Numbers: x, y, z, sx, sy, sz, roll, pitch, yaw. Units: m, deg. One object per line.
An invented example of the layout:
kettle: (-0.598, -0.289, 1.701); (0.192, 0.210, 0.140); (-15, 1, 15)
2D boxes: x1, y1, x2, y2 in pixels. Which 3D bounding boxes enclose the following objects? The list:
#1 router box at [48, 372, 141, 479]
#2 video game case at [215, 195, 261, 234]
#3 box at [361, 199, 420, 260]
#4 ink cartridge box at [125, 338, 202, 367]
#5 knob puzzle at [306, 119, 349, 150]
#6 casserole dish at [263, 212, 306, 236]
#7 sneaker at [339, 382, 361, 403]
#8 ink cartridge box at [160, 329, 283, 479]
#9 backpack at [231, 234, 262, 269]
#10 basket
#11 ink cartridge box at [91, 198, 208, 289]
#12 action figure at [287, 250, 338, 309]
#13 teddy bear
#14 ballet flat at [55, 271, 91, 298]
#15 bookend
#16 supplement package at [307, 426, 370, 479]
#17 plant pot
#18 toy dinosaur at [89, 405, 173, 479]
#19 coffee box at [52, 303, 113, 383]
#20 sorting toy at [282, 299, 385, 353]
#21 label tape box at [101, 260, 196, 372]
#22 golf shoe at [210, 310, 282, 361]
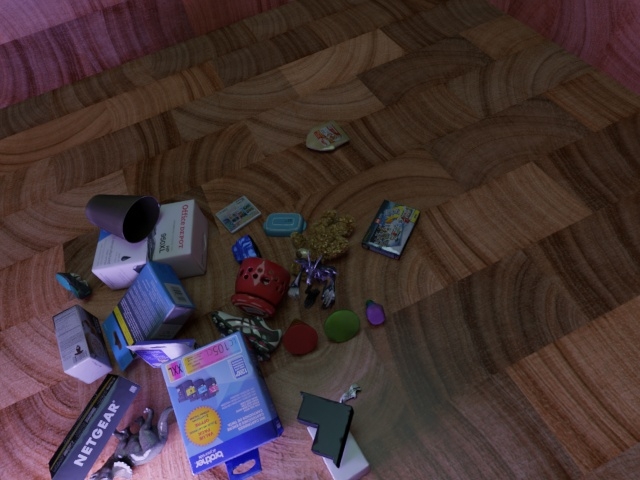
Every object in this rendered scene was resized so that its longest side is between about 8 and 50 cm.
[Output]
router box: (-0.702, 0.574, 1.315); (0.081, 0.243, 0.308); (38, 60, -20)
video game case: (-0.361, -0.114, 1.862); (0.157, 0.019, 0.143); (-36, 58, -16)
box: (0.284, -0.047, 1.693); (0.159, 0.044, 0.233); (20, 61, 21)
ink cartridge box: (-0.509, 0.373, 1.432); (0.207, 0.208, 0.045); (-4, 55, 6)
knob puzzle: (0.019, -0.491, 2.055); (0.213, 0.030, 0.213); (-4, 55, 6)
casserole dish: (-0.154, -0.071, 1.788); (0.189, 0.037, 0.114); (1, 56, 9)
sneaker: (0.097, 0.496, 1.355); (0.037, 0.032, 0.083); (33, 67, 28)
ink cartridge box: (-0.286, 0.514, 1.293); (0.270, 0.151, 0.395); (-23, 75, -6)
backpack: (-0.289, 0.058, 1.687); (0.101, 0.098, 0.120); (-31, 69, -1)
basket: (-0.778, -0.100, 1.641); (0.227, 0.154, 0.204); (11, 55, 22)
ink cartridge box: (-0.681, 0.014, 1.734); (0.395, 0.166, 0.285); (-10, 54, 2)
action figure: (-0.016, 0.157, 1.458); (0.164, 0.275, 0.140); (10, 57, 16)
teddy bear: (0.000, 0.000, 1.669); (0.338, 0.113, 0.245); (-39, 56, -17)
ballet flat: (-1.008, 0.179, 1.741); (0.203, 0.074, 0.074); (25, 63, 31)
bookend: (-0.002, 0.530, 1.192); (0.156, 0.072, 0.157); (9, 57, 17)
supplement package: (0.054, 0.610, 1.238); (0.105, 0.105, 0.179); (-28, 55, -12)
plant pot: (-0.222, 0.176, 1.534); (0.191, 0.191, 0.174); (10, 60, 16)
toy dinosaur: (-0.562, 0.637, 1.334); (0.314, 0.121, 0.160); (-30, 68, -17)
coffee box: (-0.862, 0.372, 1.533); (0.098, 0.141, 0.246); (-30, 55, -11)
sorting toy: (0.039, 0.279, 1.494); (0.366, 0.127, 0.126); (-16, 25, -6)
label tape box: (-0.637, 0.279, 1.558); (0.333, 0.106, 0.240); (-50, 58, 12)
golf shoe: (-0.268, 0.319, 1.512); (0.273, 0.105, 0.120); (28, 49, 18)
